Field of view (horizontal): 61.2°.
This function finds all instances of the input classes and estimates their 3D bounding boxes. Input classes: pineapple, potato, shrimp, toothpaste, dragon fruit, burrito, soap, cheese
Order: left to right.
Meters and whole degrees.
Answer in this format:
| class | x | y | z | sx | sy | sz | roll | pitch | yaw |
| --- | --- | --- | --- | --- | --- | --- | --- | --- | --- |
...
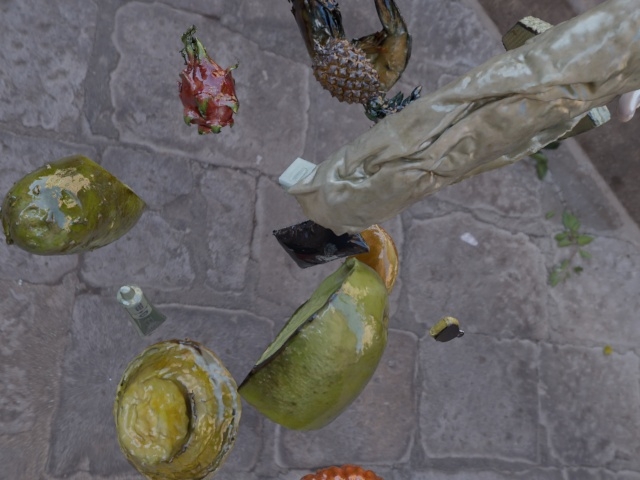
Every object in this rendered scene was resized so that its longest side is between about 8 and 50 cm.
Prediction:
| class | x | y | z | sx | sy | sz | roll | pitch | yaw |
| --- | --- | --- | --- | --- | --- | --- | --- | --- | --- |
| potato | -0.413 | -0.061 | 0.933 | 0.141 | 0.298 | 0.176 | 36 | 105 | 4 |
| toothpaste | -0.486 | 0.191 | 1.466 | 0.098 | 0.392 | 0.061 | -38 | 76 | -19 |
| dragon fruit | -0.245 | -0.346 | 1.182 | 0.137 | 0.135 | 0.236 | -7 | 115 | -20 |
| soap | -0.025 | -0.178 | 1.725 | 0.198 | 0.066 | 0.119 | 27 | 64 | 31 |
| potato | 0.049 | 0.198 | 1.068 | 0.213 | 0.280 | 0.330 | 43 | 35 | -2 |
| shrimp | 0.061 | -0.462 | 1.122 | 0.071 | 0.233 | 0.365 | -68 | 143 | -46 |
| pineapple | 0.075 | -0.250 | 0.872 | 0.221 | 0.083 | 0.103 | 32 | 64 | -24 |
| cheese | 0.389 | 0.270 | 1.614 | 0.162 | 0.086 | 0.036 | 25 | 25 | -49 |
| burrito | 0.151 | -0.106 | 0.502 | 0.117 | 0.392 | 0.076 | 39 | 34 | -42 |

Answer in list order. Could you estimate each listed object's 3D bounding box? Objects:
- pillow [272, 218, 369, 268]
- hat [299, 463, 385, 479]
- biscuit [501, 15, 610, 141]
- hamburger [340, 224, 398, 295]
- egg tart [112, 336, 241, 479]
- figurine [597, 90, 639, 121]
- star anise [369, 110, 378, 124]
| class | x | y | z | sx | sy | sz | roll | pitch | yaw |
| --- | --- | --- | --- | --- | --- | --- | --- | --- | --- |
| pillow | 0.000 | 0.000 | 1.294 | 0.141 | 0.208 | 0.055 | 56 | 35 | -21 |
| hat | 0.052 | 0.619 | 1.037 | 0.285 | 0.400 | 0.285 | 1 | 50 | -1 |
| biscuit | 0.452 | -0.320 | 1.051 | 0.052 | 0.150 | 0.252 | -30 | 90 | -5 |
| hamburger | 0.138 | 0.084 | 1.510 | 0.156 | 0.283 | 0.144 | 30 | 28 | 29 |
| egg tart | -0.354 | 0.400 | 1.254 | 0.345 | 0.132 | 0.345 | -3 | 78 | 15 |
| figurine | 0.391 | -0.209 | 0.626 | 0.127 | 0.155 | 0.235 | 41 | 88 | 16 |
| star anise | 0.254 | -0.367 | 1.815 | 0.282 | 0.212 | 0.129 | 35 | 77 | 0 |
